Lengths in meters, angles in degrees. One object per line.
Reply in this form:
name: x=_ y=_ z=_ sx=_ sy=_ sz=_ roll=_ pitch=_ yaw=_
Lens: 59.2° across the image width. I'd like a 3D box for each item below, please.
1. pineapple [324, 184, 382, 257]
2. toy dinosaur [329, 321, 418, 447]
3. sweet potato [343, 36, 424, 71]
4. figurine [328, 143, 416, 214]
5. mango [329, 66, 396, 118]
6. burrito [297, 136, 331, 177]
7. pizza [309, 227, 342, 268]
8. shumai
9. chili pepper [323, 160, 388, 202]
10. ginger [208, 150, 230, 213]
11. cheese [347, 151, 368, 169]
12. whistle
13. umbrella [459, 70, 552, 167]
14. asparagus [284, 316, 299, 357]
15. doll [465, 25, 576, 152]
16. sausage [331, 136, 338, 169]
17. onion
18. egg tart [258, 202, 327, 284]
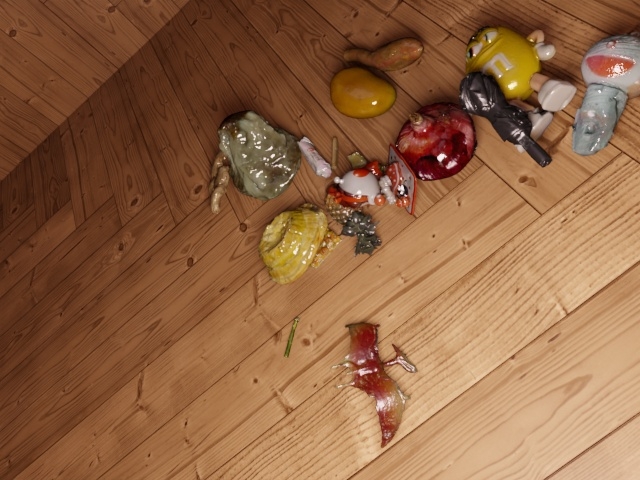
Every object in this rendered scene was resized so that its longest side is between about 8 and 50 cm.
pineapple: x=0.105 y=-0.060 z=1.712 sx=0.125 sy=0.125 sz=0.251 roll=-37 pitch=53 yaw=11
toy dinosaur: x=0.125 y=0.339 z=1.469 sx=0.206 sy=0.113 sz=0.327 roll=-34 pitch=54 yaw=-22
sweet potato: x=0.228 y=-0.654 z=2.001 sx=0.385 sy=0.109 sz=0.109 roll=13 pitch=71 yaw=52
figurine: x=0.137 y=-0.152 z=1.644 sx=0.226 sy=0.160 sz=0.183 roll=-16 pitch=48 yaw=-12
mango: x=0.136 y=-0.503 z=1.944 sx=0.175 sy=0.139 sz=0.254 roll=-52 pitch=53 yaw=2
burrito: x=-0.020 y=-0.286 z=1.971 sx=0.064 sy=0.064 sz=0.203 roll=-40 pitch=51 yaw=8
pizza: x=-0.001 y=0.000 z=1.788 sx=0.134 sy=0.046 sz=0.175 roll=-23 pitch=51 yaw=22
shumai: x=-0.248 y=-0.323 z=2.019 sx=0.309 sy=0.263 sz=0.304 roll=-25 pitch=49 yaw=21
chili pepper: x=0.127 y=-0.195 z=1.802 sx=0.272 sy=0.071 sz=0.063 roll=-28 pitch=69 yaw=20
ginger: x=-0.396 y=-0.215 z=2.177 sx=0.149 sy=0.065 sz=0.258 roll=-29 pitch=55 yaw=59
cheese: x=0.125 y=-0.255 z=1.862 sx=0.060 sy=0.041 sz=0.084 roll=-31 pitch=64 yaw=26
whistle: x=0.734 y=-0.385 z=1.438 sx=0.189 sy=0.189 sz=0.348 roll=24 pitch=89 yaw=42
umbrella: x=0.491 y=-0.321 z=1.500 sx=0.118 sy=0.118 sz=0.340 roll=-37 pitch=65 yaw=11
asparagus: x=-0.086 y=0.289 z=1.688 sx=0.015 sy=0.018 sz=0.127 roll=11 pitch=68 yaw=12
doll: x=0.536 y=-0.444 z=1.621 sx=0.423 sy=0.161 sz=0.348 roll=28 pitch=97 yaw=50
sausage: x=0.051 y=-0.305 z=1.957 sx=0.024 sy=0.024 sz=0.132 roll=-14 pitch=56 yaw=28
onion: x=0.322 y=-0.292 z=1.625 sx=0.252 sy=0.219 sz=0.252 roll=-26 pitch=50 yaw=36
egg tart: x=-0.101 y=-0.004 z=1.769 sx=0.290 sy=0.115 sz=0.290 roll=-36 pitch=37 yaw=33
